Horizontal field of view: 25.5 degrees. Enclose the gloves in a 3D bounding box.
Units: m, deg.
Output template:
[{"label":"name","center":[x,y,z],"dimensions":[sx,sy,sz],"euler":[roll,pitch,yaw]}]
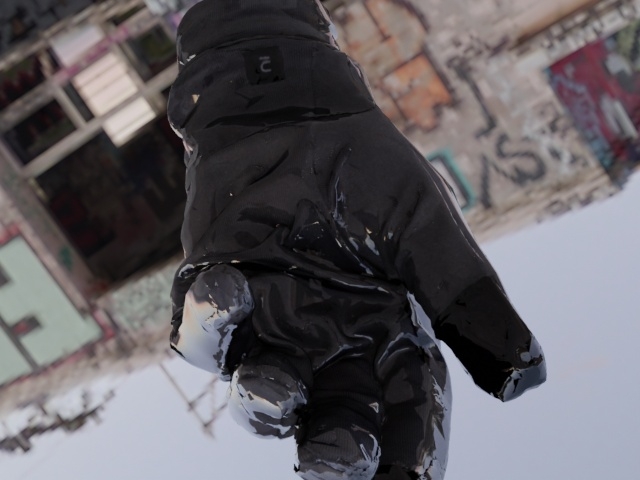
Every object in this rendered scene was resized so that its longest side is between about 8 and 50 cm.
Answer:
[{"label":"gloves","center":[0.002,0.002,0.570],"dimensions":[0.142,0.119,0.285],"euler":[-17,-138,7]}]
